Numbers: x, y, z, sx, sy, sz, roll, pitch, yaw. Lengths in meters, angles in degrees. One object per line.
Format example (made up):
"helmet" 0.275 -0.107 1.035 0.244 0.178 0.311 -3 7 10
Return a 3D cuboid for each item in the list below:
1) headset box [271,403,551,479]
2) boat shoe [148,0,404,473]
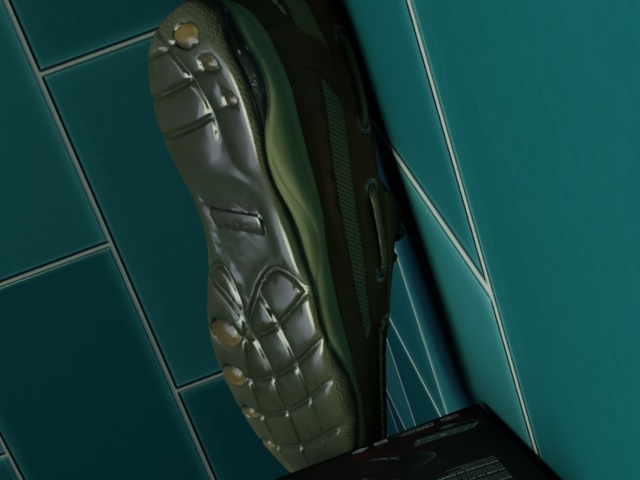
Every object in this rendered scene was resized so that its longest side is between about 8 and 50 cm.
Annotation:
"headset box" 0.023 0.191 0.648 0.293 0.218 0.110 -126 15 -84
"boat shoe" 0.000 0.000 0.811 0.122 0.120 0.324 17 127 46
